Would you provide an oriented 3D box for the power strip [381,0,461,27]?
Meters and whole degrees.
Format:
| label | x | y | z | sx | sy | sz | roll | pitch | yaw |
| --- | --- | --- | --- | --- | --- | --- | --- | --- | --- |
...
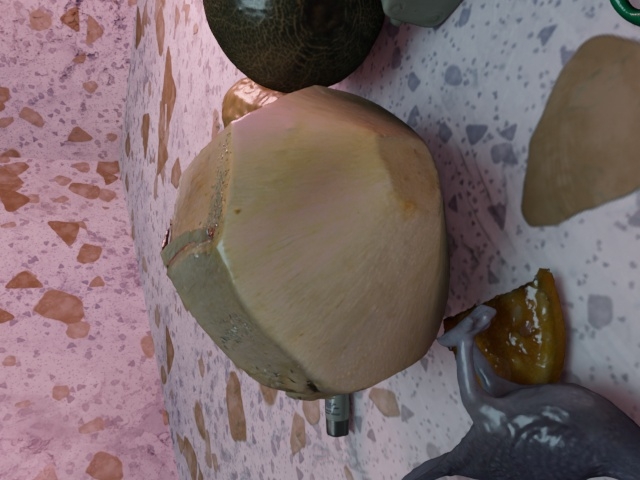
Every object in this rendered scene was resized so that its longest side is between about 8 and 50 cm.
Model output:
| label | x | y | z | sx | sy | sz | roll | pitch | yaw |
| --- | --- | --- | --- | --- | --- | --- | --- | --- | --- |
| power strip | 0.174 | -0.344 | 0.454 | 0.385 | 0.091 | 0.063 | -40 | 57 | 54 |

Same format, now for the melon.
| label | x | y | z | sx | sy | sz | roll | pitch | yaw |
| --- | --- | --- | --- | --- | --- | --- | --- | --- | --- |
| melon | -0.040 | -0.331 | 0.677 | 0.302 | 0.237 | 0.238 | -121 | 40 | -54 |

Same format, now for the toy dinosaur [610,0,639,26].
| label | x | y | z | sx | sy | sz | roll | pitch | yaw |
| --- | --- | --- | --- | --- | --- | --- | --- | --- | --- |
| toy dinosaur | 0.248 | -0.215 | 0.374 | 0.132 | 0.059 | 0.096 | 42 | 133 | 41 |

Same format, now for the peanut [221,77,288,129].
| label | x | y | z | sx | sy | sz | roll | pitch | yaw |
| --- | --- | --- | --- | --- | --- | --- | --- | --- | --- |
| peanut | -0.078 | -0.192 | 0.853 | 0.313 | 0.149 | 0.149 | 37 | 123 | 46 |

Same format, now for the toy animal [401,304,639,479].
| label | x | y | z | sx | sy | sz | roll | pitch | yaw |
| --- | --- | --- | --- | --- | --- | --- | --- | --- | --- |
| toy animal | 0.164 | 0.160 | 0.444 | 0.367 | 0.081 | 0.206 | -25 | 85 | 45 |

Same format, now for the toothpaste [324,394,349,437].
| label | x | y | z | sx | sy | sz | roll | pitch | yaw |
| --- | --- | --- | --- | --- | --- | --- | --- | --- | --- |
| toothpaste | 0.026 | 0.188 | 0.791 | 0.062 | 0.039 | 0.239 | -3 | 87 | 56 |

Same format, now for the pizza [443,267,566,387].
| label | x | y | z | sx | sy | sz | roll | pitch | yaw |
| --- | --- | --- | --- | --- | --- | --- | --- | --- | --- |
| pizza | 0.185 | 0.111 | 0.509 | 0.130 | 0.041 | 0.178 | 6 | 99 | 53 |

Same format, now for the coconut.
| label | x | y | z | sx | sy | sz | roll | pitch | yaw |
| --- | --- | --- | --- | --- | --- | --- | --- | --- | --- |
| coconut | 0.000 | 0.000 | 0.557 | 0.352 | 0.352 | 0.353 | 6 | 97 | 59 |
